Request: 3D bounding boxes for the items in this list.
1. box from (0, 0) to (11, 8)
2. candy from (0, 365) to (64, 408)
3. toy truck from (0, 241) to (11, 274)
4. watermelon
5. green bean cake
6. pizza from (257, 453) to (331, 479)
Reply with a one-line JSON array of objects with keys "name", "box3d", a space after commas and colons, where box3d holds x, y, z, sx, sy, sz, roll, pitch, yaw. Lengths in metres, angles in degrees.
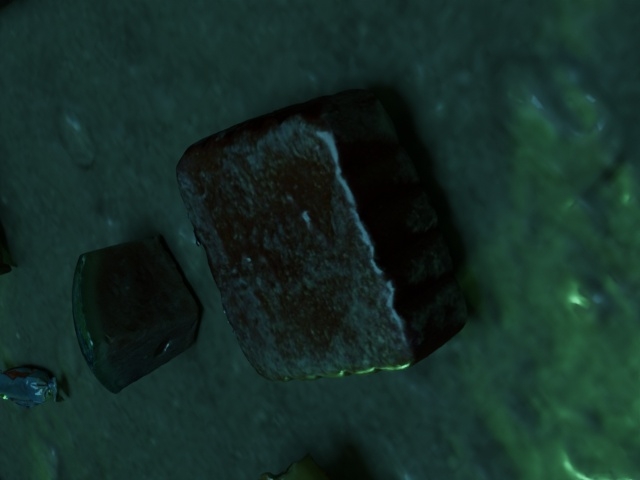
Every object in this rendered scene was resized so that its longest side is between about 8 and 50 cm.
[{"name": "box", "box3d": [-0.199, -0.187, 0.826, 0.244, 0.055, 0.103, -17, 98, 50]}, {"name": "candy", "box3d": [-0.210, 0.106, 1.033, 0.083, 0.020, 0.030, 5, 115, 44]}, {"name": "toy truck", "box3d": [-0.367, -0.044, 1.035, 0.305, 0.136, 0.162, 12, 113, 41]}, {"name": "watermelon", "box3d": [-0.114, 0.040, 0.853, 0.072, 0.092, 0.084, -27, 101, 13]}, {"name": "green bean cake", "box3d": [0.000, 0.000, 0.713, 0.135, 0.056, 0.135, -12, 102, 49]}, {"name": "pizza", "box3d": [-0.007, 0.219, 0.845, 0.127, 0.058, 0.246, 18, 126, 39]}]
